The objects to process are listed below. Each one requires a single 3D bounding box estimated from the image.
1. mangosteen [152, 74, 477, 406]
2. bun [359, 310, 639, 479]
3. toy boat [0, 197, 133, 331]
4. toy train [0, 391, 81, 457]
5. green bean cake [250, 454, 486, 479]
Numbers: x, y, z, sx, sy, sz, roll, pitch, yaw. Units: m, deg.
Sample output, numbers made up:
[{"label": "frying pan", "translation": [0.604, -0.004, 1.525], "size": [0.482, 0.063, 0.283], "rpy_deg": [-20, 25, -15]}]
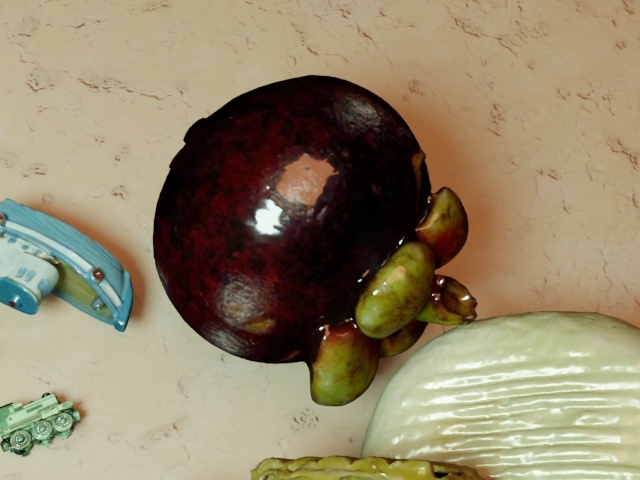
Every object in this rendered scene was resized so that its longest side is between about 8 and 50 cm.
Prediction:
[{"label": "mangosteen", "translation": [0.000, 0.000, 0.933], "size": [0.347, 0.307, 0.307], "rpy_deg": [38, 63, 15]}, {"label": "bun", "translation": [0.224, 0.243, 0.898], "size": [0.361, 0.213, 0.361], "rpy_deg": [-11, 59, 19]}, {"label": "toy boat", "translation": [-0.300, 0.041, 0.978], "size": [0.215, 0.088, 0.102], "rpy_deg": [26, 52, 5]}, {"label": "toy train", "translation": [-0.292, 0.186, 0.941], "size": [0.083, 0.033, 0.053], "rpy_deg": [-23, 66, -21]}, {"label": "green bean cake", "translation": [0.042, 0.300, 0.778], "size": [0.224, 0.131, 0.229], "rpy_deg": [-6, 76, 33]}]
